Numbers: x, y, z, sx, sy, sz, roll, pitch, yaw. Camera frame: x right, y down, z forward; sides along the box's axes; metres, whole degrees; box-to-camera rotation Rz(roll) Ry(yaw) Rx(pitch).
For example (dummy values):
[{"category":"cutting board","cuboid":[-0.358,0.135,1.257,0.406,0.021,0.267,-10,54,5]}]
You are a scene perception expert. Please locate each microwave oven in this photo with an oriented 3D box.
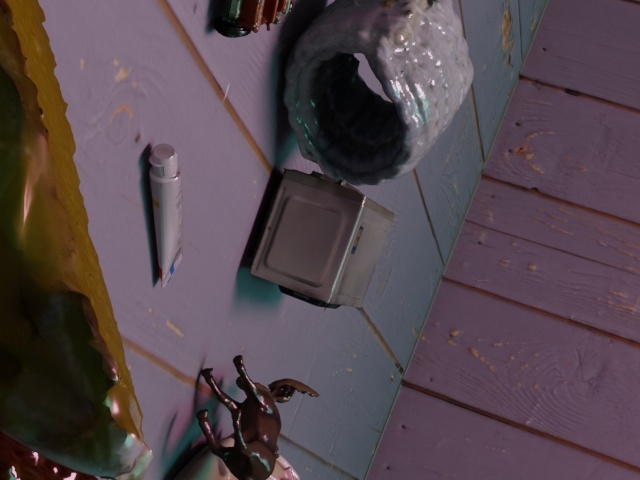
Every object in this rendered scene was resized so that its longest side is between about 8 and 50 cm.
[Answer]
[{"category":"microwave oven","cuboid":[0.000,0.000,1.628,0.205,0.129,0.163,24,87,-75]}]

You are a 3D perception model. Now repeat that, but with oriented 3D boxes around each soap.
[{"category":"soap","cuboid":[-0.154,-0.085,0.625,0.169,0.304,0.338,74,38,-71]}]

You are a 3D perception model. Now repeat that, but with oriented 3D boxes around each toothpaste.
[{"category":"toothpaste","cuboid":[-0.153,-0.025,1.244,0.190,0.031,0.048,95,17,-52]}]

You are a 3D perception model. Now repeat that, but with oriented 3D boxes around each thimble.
[{"category":"thimble","cuboid":[0.065,-0.190,1.478,0.172,0.205,0.250,-51,173,-38]}]

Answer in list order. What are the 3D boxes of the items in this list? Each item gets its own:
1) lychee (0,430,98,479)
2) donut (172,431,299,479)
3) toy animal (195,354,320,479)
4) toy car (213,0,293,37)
[{"category":"lychee","cuboid":[-0.253,0.176,0.769,0.236,0.236,0.271,-47,127,-57]},{"category":"donut","cuboid":[-0.138,0.444,1.658,0.382,0.142,0.382,19,90,-76]},{"category":"toy animal","cuboid":[-0.080,0.226,1.570,0.186,0.094,0.214,50,27,-32]},{"category":"toy car","cuboid":[-0.057,-0.250,1.256,0.143,0.054,0.073,-43,149,-59]}]
